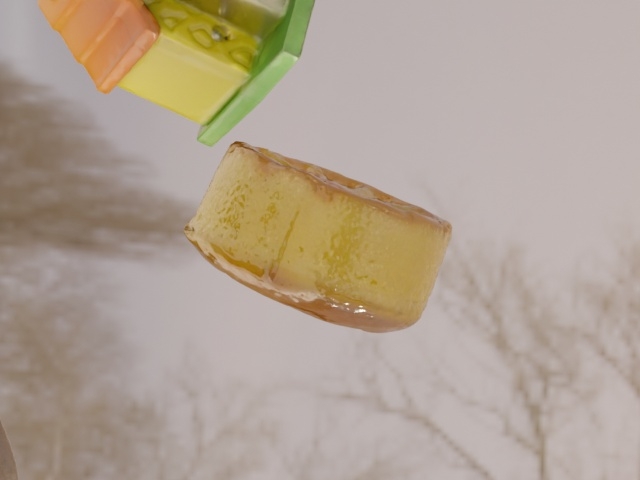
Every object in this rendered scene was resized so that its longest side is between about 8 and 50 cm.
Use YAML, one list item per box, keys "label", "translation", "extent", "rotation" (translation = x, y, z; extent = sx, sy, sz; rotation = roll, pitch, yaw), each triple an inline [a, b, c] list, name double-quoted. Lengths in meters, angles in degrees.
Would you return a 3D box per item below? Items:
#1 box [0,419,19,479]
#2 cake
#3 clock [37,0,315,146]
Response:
- label: "box"
  translation: [-0.360, 0.106, 1.261]
  extent: [0.301, 0.216, 0.301]
  rotation: [41, -25, 24]
- label: "cake"
  translation: [0.000, 0.000, 0.635]
  extent: [0.044, 0.084, 0.084]
  rotation: [-68, -163, 3]
- label: "clock"
  translation: [-0.119, -0.207, 1.005]
  extent: [0.106, 0.255, 0.220]
  rotation: [-40, -150, 55]
